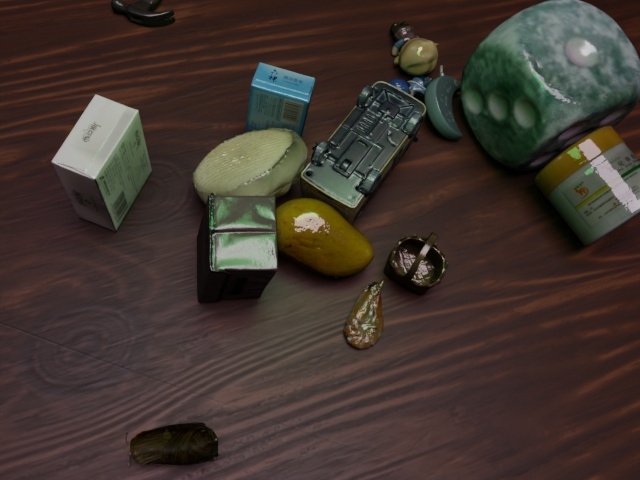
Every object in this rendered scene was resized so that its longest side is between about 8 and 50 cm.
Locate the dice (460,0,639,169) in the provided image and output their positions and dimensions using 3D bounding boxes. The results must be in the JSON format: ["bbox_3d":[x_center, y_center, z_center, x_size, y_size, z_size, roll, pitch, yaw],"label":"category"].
[{"bbox_3d":[0.596,-0.401,1.661,0.330,0.348,0.328,-21,74,-17],"label":"dice"}]

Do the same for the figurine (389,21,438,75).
[{"bbox_3d":[0.263,-0.562,1.825,0.114,0.108,0.196,-10,50,-24],"label":"figurine"}]

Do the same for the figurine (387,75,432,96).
[{"bbox_3d":[0.252,-0.426,1.766,0.149,0.087,0.086,-28,36,-21],"label":"figurine"}]

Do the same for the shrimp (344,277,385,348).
[{"bbox_3d":[0.115,0.172,1.498,0.091,0.043,0.184,21,71,-8],"label":"shrimp"}]

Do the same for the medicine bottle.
[{"bbox_3d":[0.723,-0.139,1.627,0.238,0.238,0.232,-29,74,-20],"label":"medicine bottle"}]

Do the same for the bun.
[{"bbox_3d":[-0.165,-0.155,1.515,0.287,0.146,0.287,-14,35,10],"label":"bun"}]

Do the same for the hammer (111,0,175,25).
[{"bbox_3d":[-0.430,-0.794,1.827,0.168,0.044,0.440,23,65,2],"label":"hammer"}]

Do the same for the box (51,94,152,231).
[{"bbox_3d":[-0.486,-0.168,1.422,0.111,0.260,0.194,20,63,4],"label":"box"}]

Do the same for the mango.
[{"bbox_3d":[0.000,0.000,1.492,0.262,0.130,0.167,31,94,-7],"label":"mango"}]

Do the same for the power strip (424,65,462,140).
[{"bbox_3d":[0.350,-0.394,1.755,0.137,0.044,0.216,22,61,-35],"label":"power strip"}]

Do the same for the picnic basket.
[{"bbox_3d":[0.237,0.048,1.493,0.138,0.178,0.128,30,65,4],"label":"picnic basket"}]

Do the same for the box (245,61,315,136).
[{"bbox_3d":[-0.105,-0.326,1.570,0.143,0.232,0.083,15,64,-3],"label":"box"}]

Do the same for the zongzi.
[{"bbox_3d":[-0.296,0.405,1.240,0.187,0.184,0.084,-2,71,-10],"label":"zongzi"}]

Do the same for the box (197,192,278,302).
[{"bbox_3d":[-0.190,0.022,1.395,0.153,0.252,0.188,1,68,-15],"label":"box"}]

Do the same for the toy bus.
[{"bbox_3d":[0.107,-0.218,1.580,0.177,0.202,0.365,33,68,12],"label":"toy bus"}]
